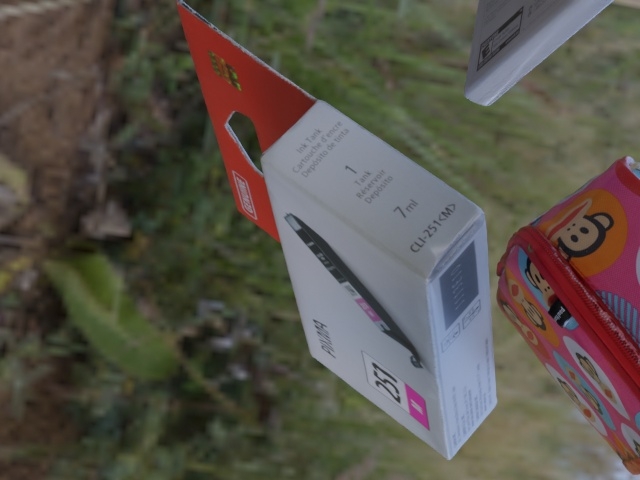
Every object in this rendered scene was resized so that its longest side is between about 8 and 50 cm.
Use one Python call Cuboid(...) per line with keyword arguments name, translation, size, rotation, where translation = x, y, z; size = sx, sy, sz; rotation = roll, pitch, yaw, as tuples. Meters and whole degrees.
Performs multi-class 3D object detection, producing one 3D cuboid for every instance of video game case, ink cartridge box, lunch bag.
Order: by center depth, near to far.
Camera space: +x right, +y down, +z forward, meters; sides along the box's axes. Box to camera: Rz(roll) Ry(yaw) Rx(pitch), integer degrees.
Cuboid(name="video game case", translation=(0.153, -0.193, 1.178), size=(0.190, 0.022, 0.173), rotation=(-41, -148, 52))
Cuboid(name="ink cartridge box", translation=(0.000, 0.000, 1.228), size=(0.060, 0.239, 0.275), rotation=(-48, 157, -17))
Cuboid(name="lunch bag", translation=(0.232, 0.085, 1.288), size=(0.258, 0.120, 0.293), rotation=(52, -2, 9))
